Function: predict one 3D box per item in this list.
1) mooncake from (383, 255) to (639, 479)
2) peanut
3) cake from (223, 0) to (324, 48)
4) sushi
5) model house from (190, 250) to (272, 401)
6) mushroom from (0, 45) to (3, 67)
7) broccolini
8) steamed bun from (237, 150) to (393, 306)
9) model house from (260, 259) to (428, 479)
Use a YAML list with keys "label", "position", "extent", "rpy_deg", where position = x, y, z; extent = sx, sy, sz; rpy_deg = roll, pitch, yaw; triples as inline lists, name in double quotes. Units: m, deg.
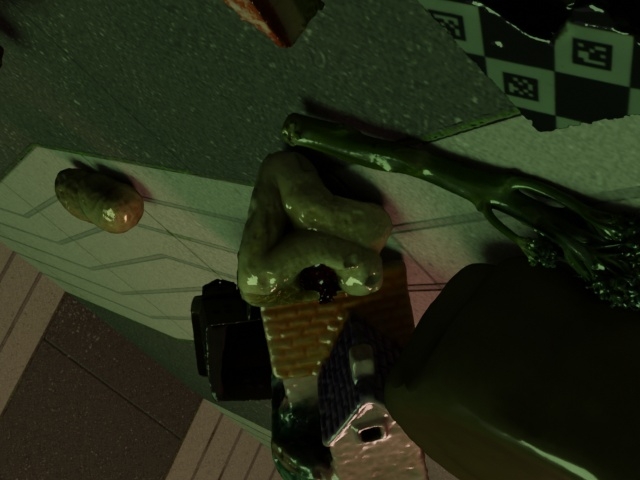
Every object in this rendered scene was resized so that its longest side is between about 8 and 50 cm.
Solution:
- label: "mooncake"
  position: [0.259, 0.173, 0.886]
  extent: [0.378, 0.201, 0.378]
  rpy_deg: [31, 163, 11]
- label: "peanut"
  position: [-0.379, -0.071, 1.532]
  extent: [0.227, 0.086, 0.104]
  rpy_deg: [15, 144, 47]
- label: "cake"
  position: [-0.067, -0.240, 0.602]
  extent: [0.220, 0.086, 0.116]
  rpy_deg: [40, 163, -13]
- label: "sushi"
  position: [0.149, -0.164, 0.500]
  extent: [0.231, 0.047, 0.219]
  rpy_deg: [39, 156, -28]
- label: "model house"
  position: [-0.088, 0.095, 1.356]
  extent: [0.243, 0.211, 0.204]
  rpy_deg: [-122, 31, -65]
- label: "mushroom"
  position: [-0.554, -0.250, 1.058]
  extent: [0.345, 0.345, 0.239]
  rpy_deg: [-5, 109, 62]
- label: "broccolini"
  position: [0.119, -0.032, 0.804]
  extent: [0.392, 0.074, 0.079]
  rpy_deg: [20, 120, 28]
- label: "steamed bun"
  position: [0.000, 0.000, 1.003]
  extent: [0.155, 0.172, 0.141]
  rpy_deg: [12, 168, 8]
- label: "model house"
  position: [0.021, 0.163, 1.114]
  extent: [0.202, 0.237, 0.237]
  rpy_deg: [-6, 128, 5]
